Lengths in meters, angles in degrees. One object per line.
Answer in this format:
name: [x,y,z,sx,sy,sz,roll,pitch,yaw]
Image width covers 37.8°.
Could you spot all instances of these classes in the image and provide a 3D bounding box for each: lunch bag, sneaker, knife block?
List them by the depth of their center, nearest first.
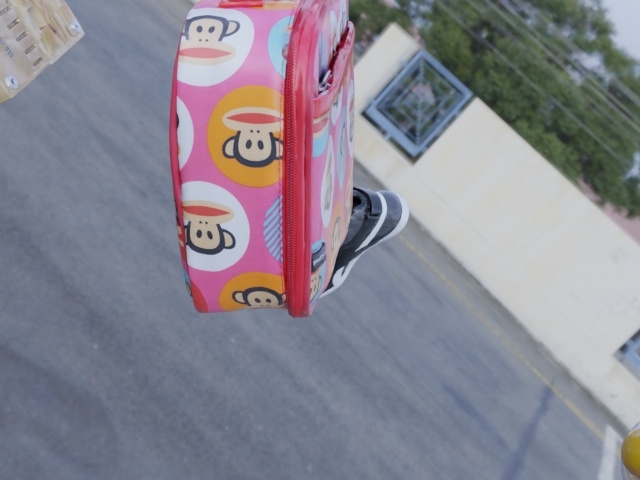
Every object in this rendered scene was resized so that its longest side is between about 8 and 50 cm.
lunch bag: [-0.038,-0.105,0.724,0.120,0.258,0.293,2,25,6]
knife block: [-0.383,-0.150,0.894,0.088,0.242,0.275,61,22,-24]
sneaker: [0.000,0.000,1.201,0.121,0.217,0.079,10,46,-49]

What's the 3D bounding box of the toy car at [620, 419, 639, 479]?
toy car: [0.259,0.169,0.530,0.182,0.136,0.159,9,-9,4]
